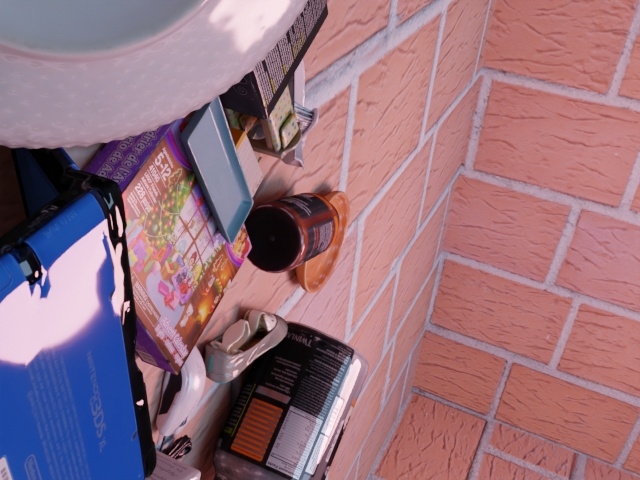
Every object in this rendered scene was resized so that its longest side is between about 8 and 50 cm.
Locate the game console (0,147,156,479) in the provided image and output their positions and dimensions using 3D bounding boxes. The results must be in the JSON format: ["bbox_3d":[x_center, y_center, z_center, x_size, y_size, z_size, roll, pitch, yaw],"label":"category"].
[{"bbox_3d":[-0.223,0.081,0.496,0.250,0.173,0.293,-53,154,-49],"label":"game console"}]

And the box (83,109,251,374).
[{"bbox_3d":[-0.170,-0.002,0.769,0.293,0.057,0.201,79,33,-56],"label":"box"}]

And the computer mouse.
[{"bbox_3d":[-0.193,0.236,0.954,0.106,0.042,0.193,-16,122,-67],"label":"computer mouse"}]

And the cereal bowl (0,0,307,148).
[{"bbox_3d":[-0.124,-0.184,0.307,0.339,0.141,0.339,-14,130,-18],"label":"cereal bowl"}]

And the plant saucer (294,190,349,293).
[{"bbox_3d":[0.000,0.000,1.301,0.200,0.037,0.200,18,90,-71],"label":"plant saucer"}]

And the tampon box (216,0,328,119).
[{"bbox_3d":[-0.080,-0.228,0.711,0.101,0.120,0.161,76,37,-60],"label":"tampon box"}]

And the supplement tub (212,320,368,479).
[{"bbox_3d":[-0.058,0.314,1.183,0.316,0.193,0.193,-65,161,-18],"label":"supplement tub"}]

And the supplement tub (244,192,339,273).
[{"bbox_3d":[-0.036,-0.018,1.069,0.198,0.106,0.106,-24,129,-65],"label":"supplement tub"}]

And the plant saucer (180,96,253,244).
[{"bbox_3d":[-0.111,-0.072,0.757,0.192,0.018,0.067,77,33,-56],"label":"plant saucer"}]

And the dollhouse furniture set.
[{"bbox_3d":[-0.051,-0.183,0.871,0.182,0.101,0.161,79,34,-56],"label":"dollhouse furniture set"}]

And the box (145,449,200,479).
[{"bbox_3d":[-0.235,0.282,0.654,0.119,0.181,0.182,-5,113,-70],"label":"box"}]

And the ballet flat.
[{"bbox_3d":[-0.108,0.145,1.073,0.213,0.072,0.068,-38,138,-58],"label":"ballet flat"}]

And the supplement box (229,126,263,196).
[{"bbox_3d":[-0.113,-0.097,0.837,0.098,0.062,0.036,70,41,-61],"label":"supplement box"}]

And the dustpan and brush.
[{"bbox_3d":[-0.033,-0.159,0.994,0.211,0.060,0.147,152,-61,-72],"label":"dustpan and brush"}]
